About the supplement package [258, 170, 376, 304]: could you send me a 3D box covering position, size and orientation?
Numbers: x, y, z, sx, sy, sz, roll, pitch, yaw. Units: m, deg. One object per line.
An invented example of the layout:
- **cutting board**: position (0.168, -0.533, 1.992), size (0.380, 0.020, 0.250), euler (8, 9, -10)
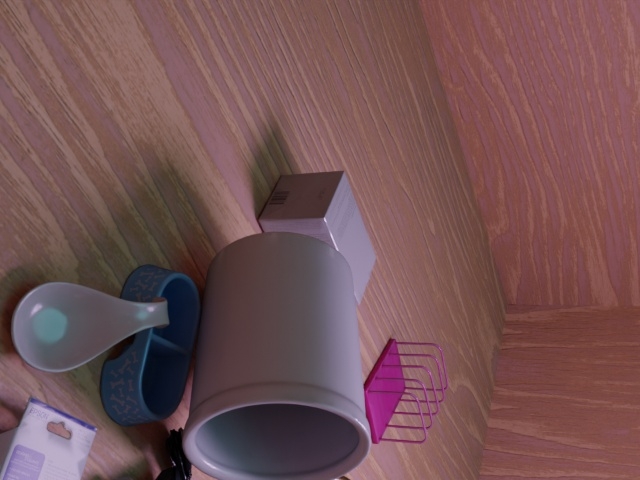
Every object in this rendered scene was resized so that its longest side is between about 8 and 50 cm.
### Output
- **supplement package**: position (0.000, 0.000, 1.914), size (0.177, 0.175, 0.292), euler (-67, 145, -43)

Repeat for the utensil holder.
- **utensil holder**: position (-0.080, 0.220, 1.482), size (0.327, 0.328, 0.385), euler (60, 21, -45)

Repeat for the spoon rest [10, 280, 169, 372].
- **spoon rest**: position (-0.349, 0.125, 1.230), size (0.276, 0.084, 0.137), euler (-5, 87, -47)

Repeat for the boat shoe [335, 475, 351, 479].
- **boat shoe**: position (-0.018, 0.610, 1.932), size (0.277, 0.098, 0.096), euler (26, 81, -41)

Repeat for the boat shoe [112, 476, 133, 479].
- **boat shoe**: position (-0.360, 0.483, 1.287), size (0.183, 0.065, 0.083), euler (-54, 138, -43)

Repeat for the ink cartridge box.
- **ink cartridge box**: position (-0.440, 0.403, 1.117), size (0.165, 0.065, 0.332), euler (52, 45, -51)

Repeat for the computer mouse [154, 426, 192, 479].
- **computer mouse**: position (-0.264, 0.468, 1.387), size (0.272, 0.072, 0.188), euler (-55, 142, -76)

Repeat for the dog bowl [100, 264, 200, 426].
- **dog bowl**: position (-0.297, 0.187, 1.412), size (0.166, 0.074, 0.297), euler (43, 50, -56)

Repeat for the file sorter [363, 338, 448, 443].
- **file sorter**: position (0.276, 0.472, 2.454), size (0.290, 0.182, 0.202), euler (-49, 131, -54)
